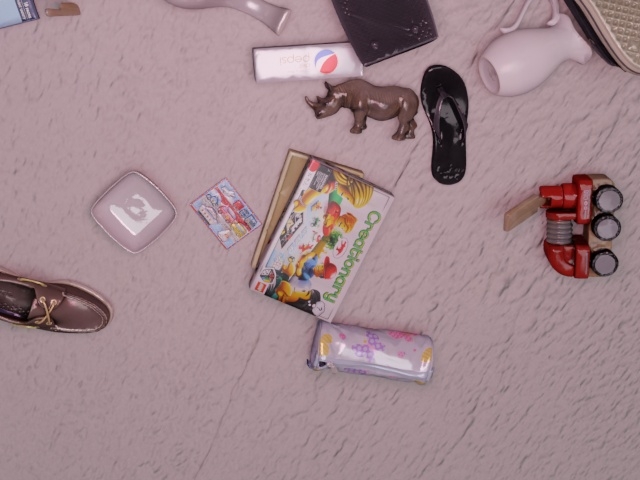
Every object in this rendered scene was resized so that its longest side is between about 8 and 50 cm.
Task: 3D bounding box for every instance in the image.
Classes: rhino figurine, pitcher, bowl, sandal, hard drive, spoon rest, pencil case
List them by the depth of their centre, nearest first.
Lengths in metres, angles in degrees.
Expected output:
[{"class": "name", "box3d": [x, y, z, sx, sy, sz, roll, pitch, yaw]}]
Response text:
[{"class": "spoon rest", "box3d": [-0.192, -0.476, 1.562, 0.276, 0.084, 0.137, 23, 102, -29]}, {"class": "hard drive", "box3d": [0.108, -0.469, 1.589, 0.172, 0.054, 0.255, -21, 82, 0]}, {"class": "pitcher", "box3d": [0.416, -0.396, 1.667, 0.207, 0.125, 0.178, -26, 88, -9]}, {"class": "rhino figurine", "box3d": [0.087, -0.273, 1.680, 0.243, 0.073, 0.106, 8, 109, -7]}, {"class": "bowl", "box3d": [-0.379, -0.062, 1.699, 0.142, 0.053, 0.142, -41, 106, 7]}, {"class": "sandal", "box3d": [0.269, -0.240, 1.719, 0.097, 0.054, 0.255, -12, 107, -3]}, {"class": "pencil case", "box3d": [0.111, 0.246, 1.810, 0.273, 0.124, 0.114, 9, 105, -10]}]

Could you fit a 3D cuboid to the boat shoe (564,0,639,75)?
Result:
[{"class": "boat shoe", "box3d": [0.528, -0.543, 1.613, 0.186, 0.156, 0.500, -30, 92, 5]}]

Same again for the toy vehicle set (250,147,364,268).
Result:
[{"class": "toy vehicle set", "box3d": [-0.029, -0.045, 1.753, 0.166, 0.035, 0.267, 17, 104, -11]}]

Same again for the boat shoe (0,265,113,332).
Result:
[{"class": "boat shoe", "box3d": [-0.594, 0.130, 1.708, 0.324, 0.097, 0.117, 19, 103, -12]}]

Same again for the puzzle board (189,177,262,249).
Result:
[{"class": "puzzle board", "box3d": [-0.199, -0.055, 1.744, 0.096, 0.011, 0.128, -36, 106, 5]}]

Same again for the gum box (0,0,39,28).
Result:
[{"class": "gum box", "box3d": [-0.646, -0.472, 1.553, 0.184, 0.041, 0.157, -15, 107, -3]}]

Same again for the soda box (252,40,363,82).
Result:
[{"class": "soda box", "box3d": [-0.025, -0.355, 1.641, 0.216, 0.074, 0.069, -6, 106, -5]}]

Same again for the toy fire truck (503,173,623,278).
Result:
[{"class": "toy fire truck", "box3d": [0.509, -0.026, 1.773, 0.246, 0.158, 0.217, 0, 107, 6]}]

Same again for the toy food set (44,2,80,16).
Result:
[{"class": "toy food set", "box3d": [-0.527, -0.513, 1.521, 0.071, 0.128, 0.218, -2, 113, 16]}]

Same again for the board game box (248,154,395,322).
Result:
[{"class": "board game box", "box3d": [0.000, 0.000, 1.721, 0.193, 0.053, 0.305, 23, 102, -13]}]
